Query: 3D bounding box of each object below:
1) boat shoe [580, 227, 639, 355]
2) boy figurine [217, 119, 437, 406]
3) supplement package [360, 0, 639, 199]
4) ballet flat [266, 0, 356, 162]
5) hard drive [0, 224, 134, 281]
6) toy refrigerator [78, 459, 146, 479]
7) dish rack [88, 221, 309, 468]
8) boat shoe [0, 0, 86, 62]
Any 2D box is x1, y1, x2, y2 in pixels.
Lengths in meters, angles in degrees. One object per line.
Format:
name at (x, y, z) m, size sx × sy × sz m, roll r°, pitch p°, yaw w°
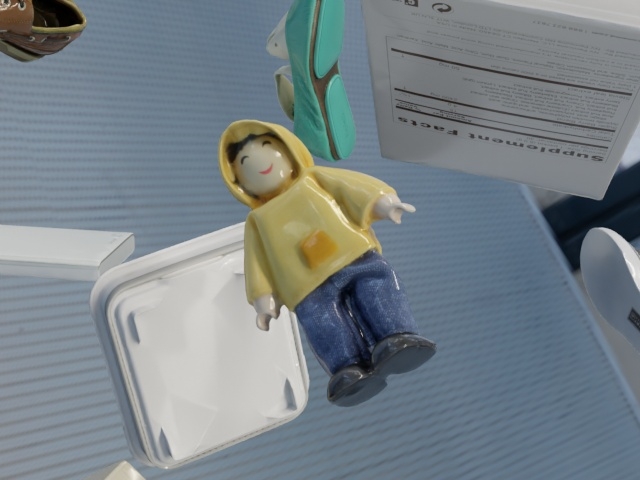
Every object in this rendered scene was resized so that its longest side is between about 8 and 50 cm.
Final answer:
boat shoe at (0.355, 0.068, 1.207) m, size 0.076 × 0.080 × 0.228 m, roll 1°, pitch 33°, yaw -24°
boy figurine at (0.000, 0.000, 1.036) m, size 0.285 × 0.177 × 0.092 m, roll 63°, pitch 16°, yaw 21°
supplement package at (0.134, -0.163, 0.744) m, size 0.293 × 0.175 × 0.178 m, roll 69°, pitch 34°, yaw -75°
ballet flat at (-0.017, -0.192, 1.269) m, size 0.083 × 0.087 × 0.247 m, roll -59°, pitch 152°, yaw -42°
hard drive at (-0.508, 0.019, 2.038) m, size 0.203 × 0.307 × 0.040 m, roll -63°, pitch 155°, yaw -72°
toy refrigerator at (-0.202, 0.272, 1.000) m, size 0.094 × 0.269 × 0.102 m, roll 46°, pitch 62°, yaw -5°
dish rack at (-0.152, 0.161, 1.607) m, size 0.072 × 0.285 × 0.333 m, roll -139°, pitch -146°, yaw -58°
boat shoe at (-0.415, -0.311, 1.462) m, size 0.307 × 0.104 × 0.111 m, roll 3°, pitch 73°, yaw -70°
